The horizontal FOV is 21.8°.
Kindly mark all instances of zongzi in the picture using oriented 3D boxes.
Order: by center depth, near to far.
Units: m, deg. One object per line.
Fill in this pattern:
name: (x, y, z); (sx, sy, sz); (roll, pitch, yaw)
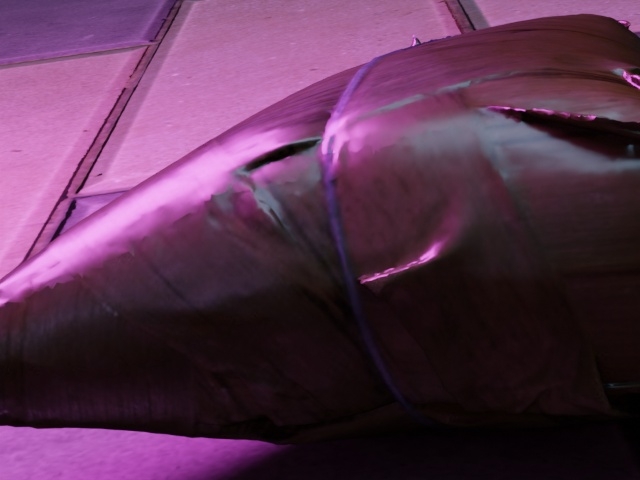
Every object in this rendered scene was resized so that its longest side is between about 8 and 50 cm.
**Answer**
zongzi: (0.000, 0.000, 0.767); (0.360, 0.160, 0.323); (-13, 10, 8)
